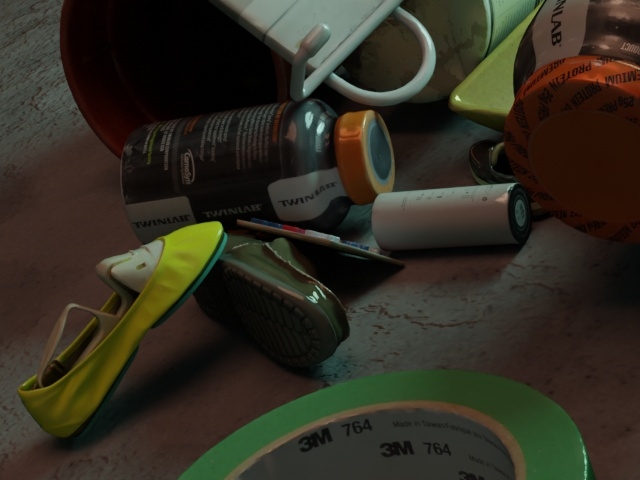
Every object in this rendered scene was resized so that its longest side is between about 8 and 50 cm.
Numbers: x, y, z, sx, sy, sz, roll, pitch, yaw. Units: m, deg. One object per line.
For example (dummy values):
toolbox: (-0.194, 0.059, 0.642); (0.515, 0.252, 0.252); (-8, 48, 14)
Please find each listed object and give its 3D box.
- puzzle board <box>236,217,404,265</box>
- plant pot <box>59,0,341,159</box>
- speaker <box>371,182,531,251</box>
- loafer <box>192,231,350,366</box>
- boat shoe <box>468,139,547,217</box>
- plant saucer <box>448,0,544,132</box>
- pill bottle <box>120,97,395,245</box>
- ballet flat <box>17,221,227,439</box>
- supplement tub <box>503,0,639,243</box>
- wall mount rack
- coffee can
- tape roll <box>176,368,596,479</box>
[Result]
puzzle board: (0.000, 0.000, 1.658); (0.096, 0.011, 0.128); (15, -1, -43)
plant pot: (-0.091, -0.229, 1.969); (0.272, 0.272, 0.265); (-1, 24, 32)
speaker: (0.115, -0.021, 1.640); (0.136, 0.055, 0.055); (-4, 31, 28)
loafer: (-0.039, 0.034, 1.595); (0.087, 0.094, 0.251); (-30, 27, -19)
boat shoe: (0.177, -0.070, 1.697); (0.056, 0.049, 0.152); (-26, 27, -11)
plant saucer: (0.341, -0.181, 1.726); (0.333, 0.081, 0.333); (13, 51, 48)
pill bottle: (-0.056, -0.064, 1.752); (0.246, 0.130, 0.130); (-8, 29, 22)
ballet flat: (-0.172, 0.062, 1.556); (0.231, 0.077, 0.077); (-53, 21, -7)
supplement tub: (0.285, -0.168, 1.478); (0.207, 0.207, 0.338); (2, 42, 36)
wall mount rack: (-0.004, -0.302, 1.735); (0.350, 0.130, 0.304); (37, 68, 13)
coffee can: (0.148, -0.286, 1.917); (0.201, 0.201, 0.275); (1, 26, 35)
tape roll: (0.032, 0.209, 1.243); (0.321, 0.077, 0.321); (-15, 27, 8)
